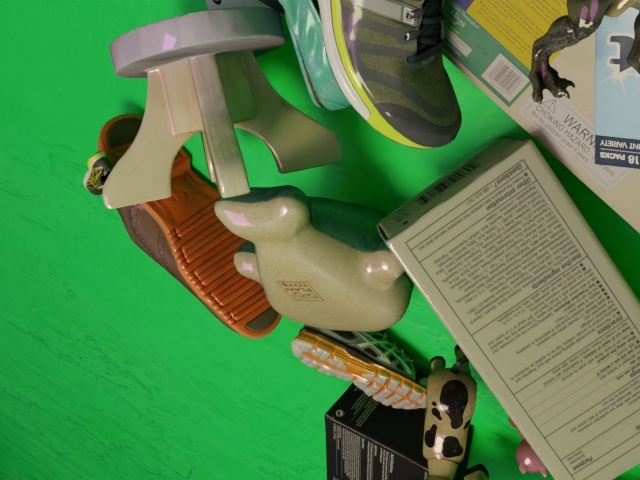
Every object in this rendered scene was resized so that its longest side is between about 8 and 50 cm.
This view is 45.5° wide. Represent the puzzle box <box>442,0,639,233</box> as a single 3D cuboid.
[{"bbox_3d":[0.257,-0.168,0.585,0.409,0.052,0.272,44,141,4],"label":"puzzle box"}]

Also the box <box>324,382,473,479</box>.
[{"bbox_3d":[0.109,0.345,1.113,0.184,0.103,0.261,24,135,28],"label":"box"}]

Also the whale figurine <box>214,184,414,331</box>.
[{"bbox_3d":[0.000,0.000,0.844,0.216,0.141,0.272,-2,151,32],"label":"whale figurine"}]

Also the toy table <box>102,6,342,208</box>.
[{"bbox_3d":[-0.114,-0.134,0.787,0.252,0.274,0.161,-11,100,3],"label":"toy table"}]

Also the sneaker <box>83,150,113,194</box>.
[{"bbox_3d":[-0.293,-0.081,1.015,0.035,0.031,0.083,50,149,15],"label":"sneaker"}]

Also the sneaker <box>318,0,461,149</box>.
[{"bbox_3d":[0.063,-0.210,0.605,0.121,0.111,0.300,-2,122,39],"label":"sneaker"}]

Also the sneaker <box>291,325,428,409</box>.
[{"bbox_3d":[0.071,0.154,1.010,0.215,0.083,0.084,29,146,-6],"label":"sneaker"}]

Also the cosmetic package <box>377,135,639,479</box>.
[{"bbox_3d":[0.207,0.070,0.728,0.309,0.160,0.113,55,-175,-9],"label":"cosmetic package"}]

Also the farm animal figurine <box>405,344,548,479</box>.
[{"bbox_3d":[0.187,0.318,0.871,0.330,0.172,0.327,39,111,-5],"label":"farm animal figurine"}]

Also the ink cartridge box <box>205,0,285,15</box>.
[{"bbox_3d":[-0.051,-0.328,0.734,0.224,0.045,0.223,9,128,37],"label":"ink cartridge box"}]

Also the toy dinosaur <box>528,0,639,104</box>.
[{"bbox_3d":[0.188,-0.155,0.502,0.268,0.064,0.118,8,121,35],"label":"toy dinosaur"}]

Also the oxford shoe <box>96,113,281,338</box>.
[{"bbox_3d":[-0.186,-0.007,1.077,0.364,0.130,0.133,54,146,8],"label":"oxford shoe"}]

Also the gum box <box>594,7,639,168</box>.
[{"bbox_3d":[0.273,-0.132,0.527,0.157,0.041,0.184,12,129,35],"label":"gum box"}]

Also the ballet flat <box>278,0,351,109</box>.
[{"bbox_3d":[-0.006,-0.235,0.690,0.087,0.083,0.247,-15,123,21],"label":"ballet flat"}]
